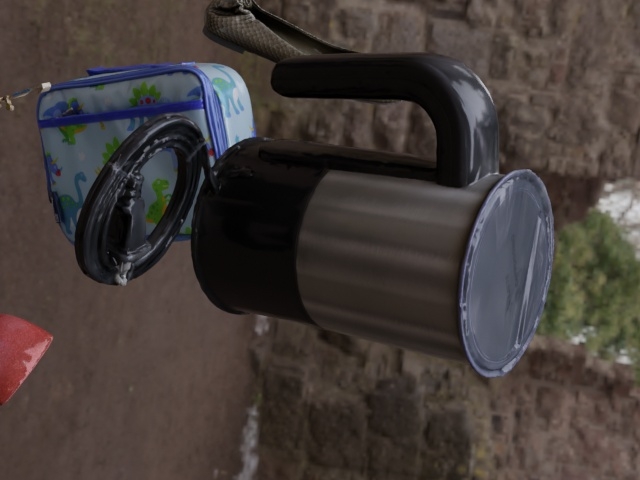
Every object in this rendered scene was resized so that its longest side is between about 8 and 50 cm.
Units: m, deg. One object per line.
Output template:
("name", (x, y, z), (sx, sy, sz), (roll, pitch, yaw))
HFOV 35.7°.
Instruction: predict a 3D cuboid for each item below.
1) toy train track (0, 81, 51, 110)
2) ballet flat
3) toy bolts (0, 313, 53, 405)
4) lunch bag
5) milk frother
("toy train track", (-0.278, -0.130, 0.917), (0.048, 0.083, 0.014), (-28, 104, -52))
("ballet flat", (-0.015, -0.223, 1.149), (0.084, 0.250, 0.058), (-70, -178, -63))
("toy bolts", (-0.303, 0.097, 0.671), (0.218, 0.158, 0.228), (-31, -156, 48))
("lunch bag", (-0.172, -0.087, 0.978), (0.090, 0.219, 0.176), (-26, 113, -61))
("milk frother", (0.000, 0.000, 0.394), (0.143, 0.135, 0.129), (-43, 131, -41))
